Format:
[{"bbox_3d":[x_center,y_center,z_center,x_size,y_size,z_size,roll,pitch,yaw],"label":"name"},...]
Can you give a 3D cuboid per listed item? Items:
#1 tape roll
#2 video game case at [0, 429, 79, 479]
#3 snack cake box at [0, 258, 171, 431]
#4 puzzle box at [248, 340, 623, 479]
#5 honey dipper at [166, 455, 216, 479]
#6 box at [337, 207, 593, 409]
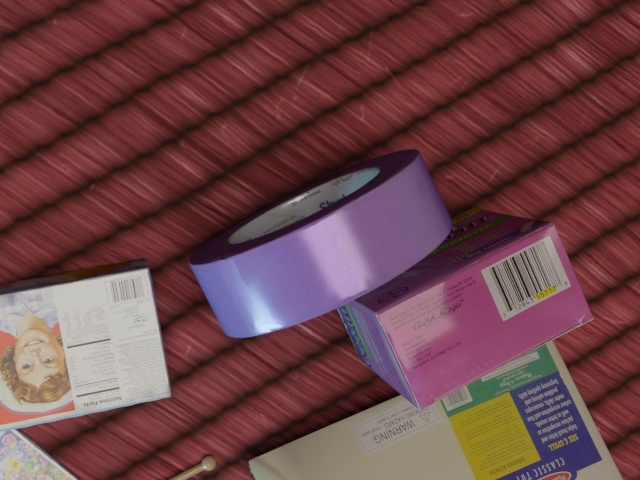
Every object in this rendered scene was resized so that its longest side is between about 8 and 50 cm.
[{"bbox_3d":[0.000,0.000,1.146,0.274,0.275,0.090,-27,99,-9],"label":"tape roll"},{"bbox_3d":[-0.354,0.274,1.229,0.122,0.011,0.087,43,86,-12],"label":"video game case"},{"bbox_3d":[-0.310,0.121,1.185,0.264,0.089,0.152,-10,99,-11],"label":"snack cake box"},{"bbox_3d":[0.152,0.310,1.266,0.408,0.052,0.272,-21,73,-9],"label":"puzzle box"},{"bbox_3d":[-0.197,0.296,1.256,0.160,0.030,0.030,-27,100,-11],"label":"honey dipper"},{"bbox_3d":[0.146,0.065,1.200,0.213,0.243,0.117,-26,99,-8],"label":"box"}]
